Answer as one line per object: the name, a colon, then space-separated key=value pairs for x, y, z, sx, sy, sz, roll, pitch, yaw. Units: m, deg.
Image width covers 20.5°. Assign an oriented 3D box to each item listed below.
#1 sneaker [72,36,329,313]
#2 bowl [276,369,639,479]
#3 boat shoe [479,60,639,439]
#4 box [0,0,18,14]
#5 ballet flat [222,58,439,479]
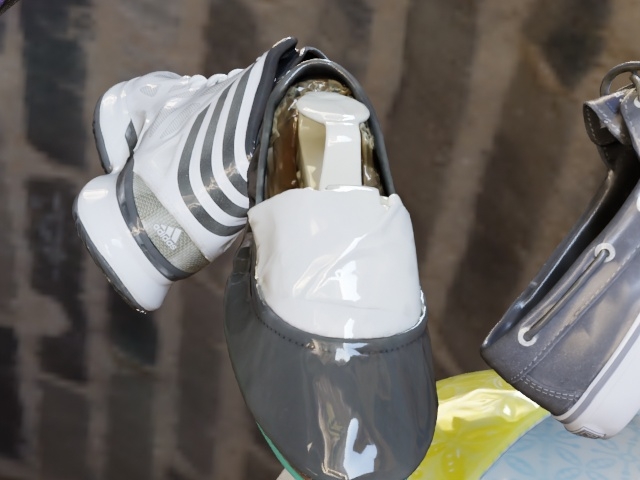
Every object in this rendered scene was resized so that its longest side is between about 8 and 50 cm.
sneaker: x=-0.084 y=-0.102 z=1.739 sx=0.169 sy=0.257 sz=0.447 roll=54 pitch=12 yaw=-20
bowl: x=0.053 y=0.190 z=1.005 sx=0.289 sy=0.156 sz=0.289 roll=-29 pitch=131 yaw=-41
boat shoe: x=0.138 y=-0.032 z=0.727 sx=0.228 sy=0.076 sz=0.080 roll=-60 pitch=-172 yaw=2
box: x=-0.230 y=-0.277 z=1.281 sx=0.207 sy=0.153 sz=0.108 roll=-39 pitch=-172 yaw=46
ballet flat: x=0.000 y=0.000 z=0.838 sx=0.280 sy=0.095 sz=0.096 roll=-102 pitch=-165 yaw=-56
